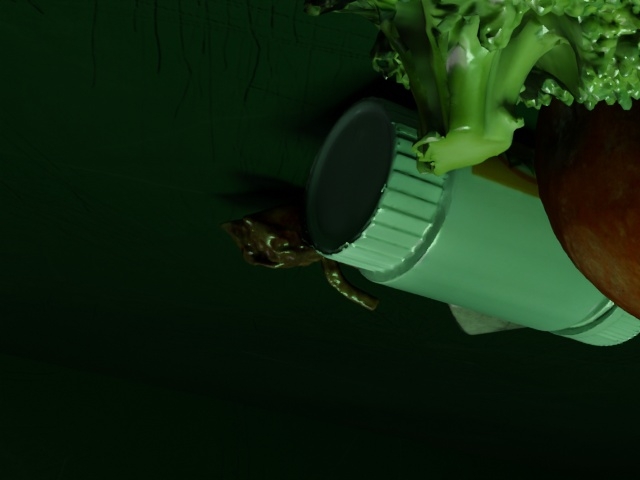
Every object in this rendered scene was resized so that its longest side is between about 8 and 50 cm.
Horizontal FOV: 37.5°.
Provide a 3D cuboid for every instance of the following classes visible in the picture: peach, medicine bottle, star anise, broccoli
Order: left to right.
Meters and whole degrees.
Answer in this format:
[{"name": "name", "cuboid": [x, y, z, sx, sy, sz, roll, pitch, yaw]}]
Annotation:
[{"name": "star anise", "cuboid": [-0.001, -0.006, 1.012, 0.212, 0.111, 0.196, 5, 155, 24]}, {"name": "broccoli", "cuboid": [0.085, -0.130, 0.515, 0.198, 0.176, 0.226, 19, 143, -21]}, {"name": "medicine bottle", "cuboid": [0.152, -0.013, 0.844, 0.318, 0.158, 0.158, 17, 158, -28]}, {"name": "peach", "cuboid": [0.249, -0.058, 0.618, 0.257, 0.232, 0.232, 46, 150, -8]}]

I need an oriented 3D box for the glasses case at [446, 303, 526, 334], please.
[{"name": "glasses case", "cuboid": [0.294, 0.050, 1.063, 0.299, 0.060, 0.114, -11, 137, 27]}]
